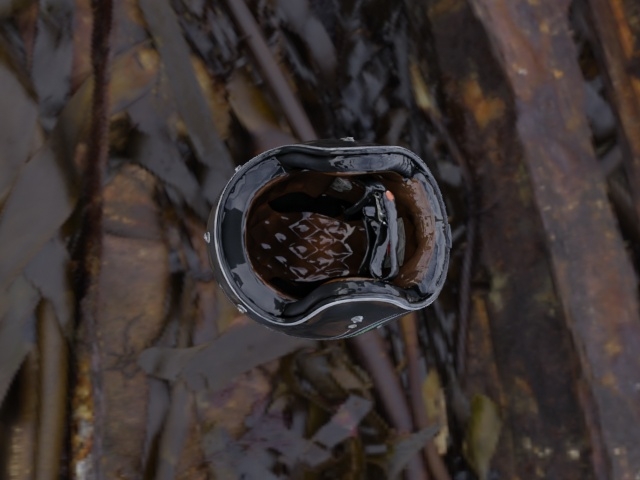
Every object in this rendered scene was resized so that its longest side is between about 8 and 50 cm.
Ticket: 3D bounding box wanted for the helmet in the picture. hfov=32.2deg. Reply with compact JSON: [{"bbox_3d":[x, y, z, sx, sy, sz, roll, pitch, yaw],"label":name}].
[{"bbox_3d":[0.000,0.000,0.851,0.169,0.162,0.169,18,68,-55],"label":"helmet"}]
